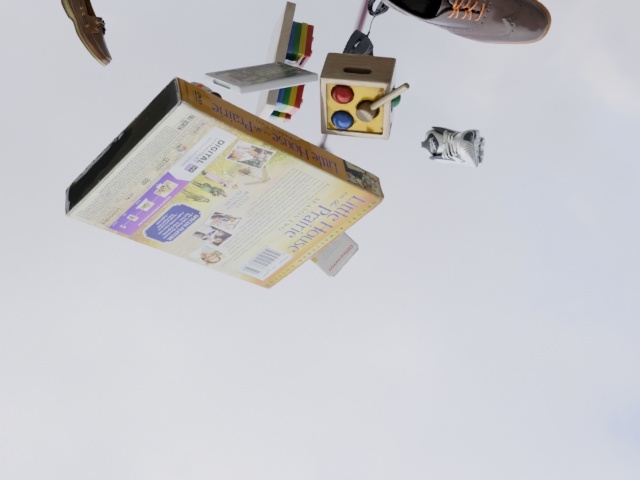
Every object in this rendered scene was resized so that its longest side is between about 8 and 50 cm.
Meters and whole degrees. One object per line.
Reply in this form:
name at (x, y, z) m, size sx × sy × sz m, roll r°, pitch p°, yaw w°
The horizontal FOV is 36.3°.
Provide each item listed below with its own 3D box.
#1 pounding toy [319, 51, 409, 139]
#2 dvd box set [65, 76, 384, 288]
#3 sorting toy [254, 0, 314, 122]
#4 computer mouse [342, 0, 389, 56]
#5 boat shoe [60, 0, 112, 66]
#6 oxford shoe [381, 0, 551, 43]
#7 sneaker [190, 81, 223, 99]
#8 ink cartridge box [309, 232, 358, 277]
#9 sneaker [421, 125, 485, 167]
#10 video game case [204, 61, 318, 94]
pounding toy at (0.071, -0.222, 1.517) m, size 0.141 × 0.130 × 0.100 m, roll 6°, pitch -135°, yaw 8°
dvd box set at (-0.149, -0.074, 1.578) m, size 0.420 × 0.308 × 0.062 m, roll 22°, pitch -137°, yaw -37°
sorting toy at (-0.083, -0.419, 2.392) m, size 0.089 × 0.255 × 0.257 m, roll 12°, pitch 174°, yaw -9°
computer mouse at (0.099, -0.462, 2.166) m, size 0.041 × 0.242 × 0.071 m, roll -19°, pitch -120°, yaw -34°
boat shoe at (-0.496, -0.462, 2.114) m, size 0.178 × 0.060 × 0.064 m, roll 61°, pitch -171°, yaw 5°
oxford shoe at (0.208, -0.340, 1.441) m, size 0.271 × 0.097 × 0.098 m, roll 14°, pitch -154°, yaw 2°
sneaker at (-0.217, -0.214, 1.767) m, size 0.057 × 0.161 × 0.075 m, roll -26°, pitch -129°, yaw -32°
ink cartridge box at (0.000, 0.000, 2.009) m, size 0.143 × 0.092 × 0.090 m, roll 43°, pitch 179°, yaw -25°
sneaker at (0.315, -0.230, 2.391) m, size 0.153 × 0.094 × 0.235 m, roll 5°, pitch -171°, yaw 16°
video game case at (-0.129, -0.352, 2.107) m, size 0.190 × 0.022 × 0.173 m, roll -14°, pitch -155°, yaw -28°
